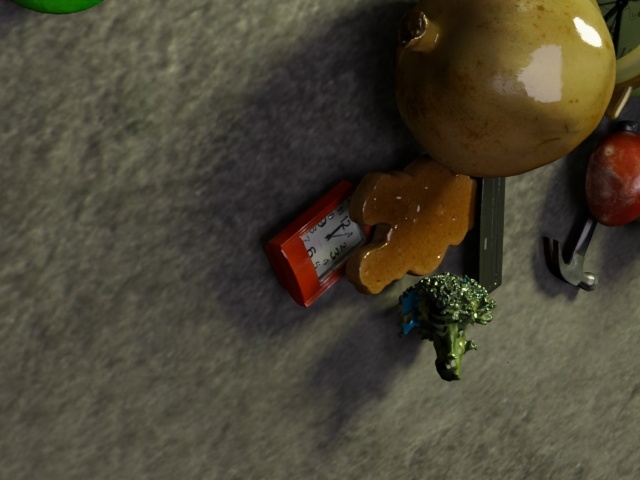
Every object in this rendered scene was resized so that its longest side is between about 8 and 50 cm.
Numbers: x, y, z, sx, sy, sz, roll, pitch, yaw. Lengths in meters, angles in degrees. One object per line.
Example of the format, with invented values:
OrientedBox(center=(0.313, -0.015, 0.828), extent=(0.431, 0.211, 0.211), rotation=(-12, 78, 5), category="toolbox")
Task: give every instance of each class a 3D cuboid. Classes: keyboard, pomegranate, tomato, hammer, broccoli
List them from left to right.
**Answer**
OrientedBox(center=(0.185, 0.125, 1.777), extent=(0.154, 0.167, 0.160), rotation=(16, 66, -29), category="broccoli")
OrientedBox(center=(0.270, 0.003, 1.873), extent=(0.103, 0.041, 0.381), rotation=(-25, 113, -56), category="keyboard")
OrientedBox(center=(0.237, -0.236, 1.638), extent=(0.319, 0.319, 0.319), rotation=(-11, 109, -33), category="pomegranate")
OrientedBox(center=(0.456, -0.067, 2.002), extent=(0.137, 0.037, 0.290), rotation=(20, 91, -40), category="hammer")
OrientedBox(center=(0.502, -0.093, 1.946), extent=(0.139, 0.091, 0.159), rotation=(-12, 114, -34), category="tomato")

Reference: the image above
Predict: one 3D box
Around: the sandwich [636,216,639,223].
OrientedBox(center=(0.680, -0.133, 2.017), extent=(0.250, 0.162, 0.301), rotation=(-23, 141, -37), category="sandwich")

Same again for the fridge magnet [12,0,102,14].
OrientedBox(center=(-0.294, -0.356, 1.338), extent=(0.208, 0.088, 0.208), rotation=(-11, 110, -32), category="fridge magnet")

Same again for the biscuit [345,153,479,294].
OrientedBox(center=(0.133, -0.030, 1.742), extent=(0.295, 0.044, 0.186), rotation=(-13, 114, -49), category="biscuit")

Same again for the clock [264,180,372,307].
OrientedBox(center=(0.000, 0.000, 1.676), extent=(0.155, 0.061, 0.113), rotation=(-39, 126, -25), category="clock")

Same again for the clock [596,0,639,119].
OrientedBox(center=(0.453, -0.344, 1.768), extent=(0.117, 0.286, 0.348), rotation=(21, 93, -40), category="clock")
